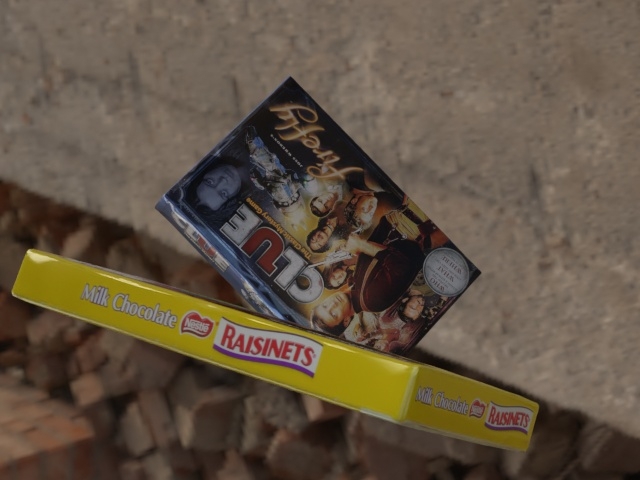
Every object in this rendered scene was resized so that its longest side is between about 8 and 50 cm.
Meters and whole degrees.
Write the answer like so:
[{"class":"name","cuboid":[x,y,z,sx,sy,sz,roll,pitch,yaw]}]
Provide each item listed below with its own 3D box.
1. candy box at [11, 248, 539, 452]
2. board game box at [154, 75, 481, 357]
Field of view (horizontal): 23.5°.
[{"class":"candy box","cuboid":[-0.022,0.045,0.643,0.206,0.105,0.027,15,84,35]},{"class":"board game box","cuboid":[0.000,0.000,1.333,0.243,0.165,0.042,45,157,-3]}]
